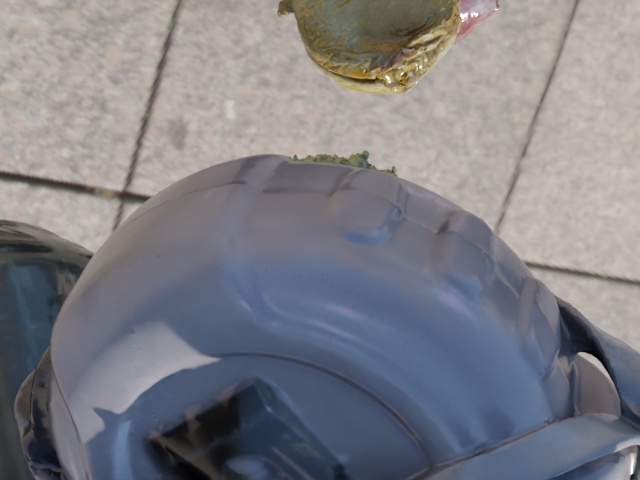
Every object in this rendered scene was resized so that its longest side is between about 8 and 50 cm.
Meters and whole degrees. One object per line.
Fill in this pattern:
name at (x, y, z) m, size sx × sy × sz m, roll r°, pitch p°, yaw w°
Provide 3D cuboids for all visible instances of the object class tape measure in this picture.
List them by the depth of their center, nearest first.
tape measure at (-0.006, 0.067, 0.472) m, size 0.236 × 0.120 × 0.197 m, roll -32°, pitch 107°, yaw 31°

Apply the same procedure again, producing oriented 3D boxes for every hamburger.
hamburger at (0.046, -0.202, 1.157) m, size 0.138 × 0.147 × 0.083 m, roll -45°, pitch 164°, yaw -9°

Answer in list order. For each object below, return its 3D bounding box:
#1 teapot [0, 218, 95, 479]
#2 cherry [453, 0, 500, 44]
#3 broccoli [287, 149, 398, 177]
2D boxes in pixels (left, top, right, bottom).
teapot at (-0.155, 0.184, 0.724) m, size 0.300 × 0.344 × 0.253 m, roll 1°, pitch 141°, yaw -42°
cherry at (0.101, -0.365, 1.729) m, size 0.261 × 0.307 × 0.221 m, roll -45°, pitch 161°, yaw -45°
broccoli at (-0.001, 0.001, 1.352) m, size 0.176 × 0.226 × 0.198 m, roll -48°, pitch 152°, yaw -64°
